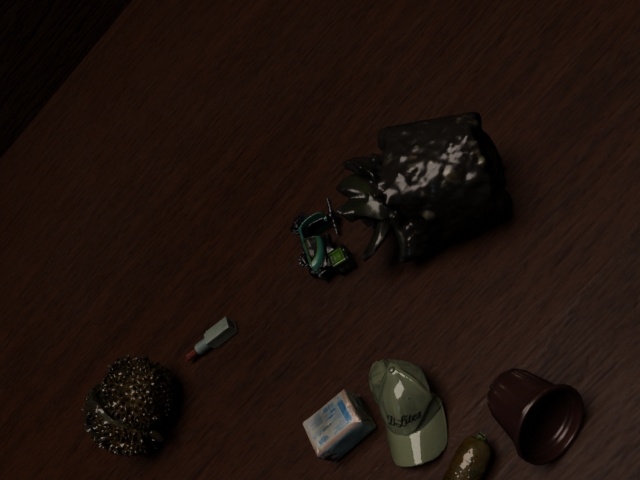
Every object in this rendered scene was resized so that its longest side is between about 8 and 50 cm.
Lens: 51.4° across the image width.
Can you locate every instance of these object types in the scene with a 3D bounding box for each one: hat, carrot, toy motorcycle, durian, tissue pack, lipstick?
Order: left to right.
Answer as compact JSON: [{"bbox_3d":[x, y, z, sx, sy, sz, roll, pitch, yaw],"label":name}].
[{"bbox_3d":[-0.359,0.326,1.289,0.196,0.167,0.195,-1,89,38],"label":"durian"},{"bbox_3d":[-0.224,0.203,1.325,0.129,0.030,0.030,-38,45,15],"label":"lipstick"},{"bbox_3d":[0.000,0.000,1.250,0.100,0.058,0.173,-31,48,12],"label":"toy motorcycle"},{"bbox_3d":[0.030,0.287,1.034,0.094,0.059,0.074,-42,47,12],"label":"tissue pack"},{"bbox_3d":[0.116,0.248,0.981,0.122,0.081,0.166,-19,62,34],"label":"hat"},{"bbox_3d":[0.156,0.370,0.886,0.049,0.049,0.254,30,87,47],"label":"carrot"}]

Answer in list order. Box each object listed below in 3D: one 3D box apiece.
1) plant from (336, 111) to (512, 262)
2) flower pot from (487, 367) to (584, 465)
[{"bbox_3d":[0.153,-0.088,1.078,0.276,0.188,0.198,-21,51,29],"label":"plant"},{"bbox_3d":[0.266,0.216,0.856,0.111,0.111,0.089,-54,31,-1],"label":"flower pot"}]
